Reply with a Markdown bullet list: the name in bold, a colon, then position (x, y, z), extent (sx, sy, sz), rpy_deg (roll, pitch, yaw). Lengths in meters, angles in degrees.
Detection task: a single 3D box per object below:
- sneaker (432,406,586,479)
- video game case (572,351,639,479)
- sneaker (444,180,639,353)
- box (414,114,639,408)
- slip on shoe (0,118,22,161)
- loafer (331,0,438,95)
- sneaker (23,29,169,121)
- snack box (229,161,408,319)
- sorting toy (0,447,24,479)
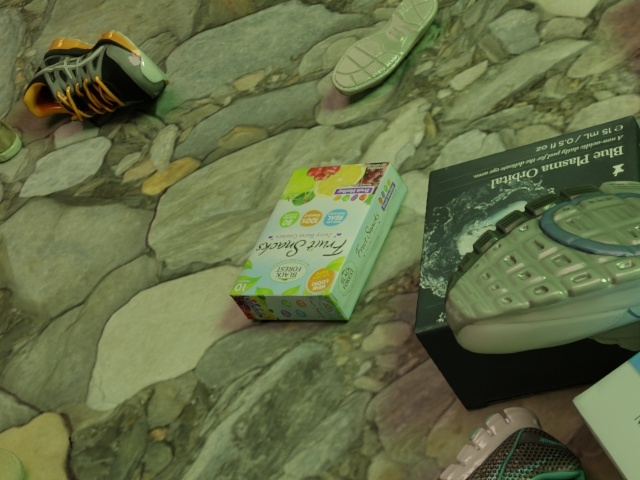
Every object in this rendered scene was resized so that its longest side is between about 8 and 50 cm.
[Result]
- **sneaker**: position (0.096, 0.176, 0.852), extent (0.166, 0.065, 0.076), rpy_deg (-47, 42, -14)
- **video game case**: position (0.262, 0.055, 0.630), extent (0.269, 0.061, 0.244), rpy_deg (-37, 14, 5)
- **sneaker**: position (0.218, 0.029, 0.802), extent (0.297, 0.129, 0.111), rpy_deg (-11, 29, -6)
- **box**: position (0.156, 0.015, 0.956), extent (0.156, 0.093, 0.158), rpy_deg (-15, 42, 24)
- **slip on shoe**: position (-0.379, -0.123, 1.562), extent (0.051, 0.041, 0.135), rpy_deg (-45, 38, -13)
- **loafer**: position (0.062, -0.174, 1.291), extent (0.045, 0.039, 0.125), rpy_deg (42, 81, 19)
- **sneaker**: position (-0.235, -0.162, 1.468), extent (0.215, 0.084, 0.083), rpy_deg (4, 52, 52)
- **snack box**: position (0.000, 0.000, 1.137), extent (0.100, 0.037, 0.141), rpy_deg (-3, 47, 37)
- **sorting toy**: position (-0.379, 0.297, 1.105), extent (0.229, 0.041, 0.307), rpy_deg (-3, 47, 30)
